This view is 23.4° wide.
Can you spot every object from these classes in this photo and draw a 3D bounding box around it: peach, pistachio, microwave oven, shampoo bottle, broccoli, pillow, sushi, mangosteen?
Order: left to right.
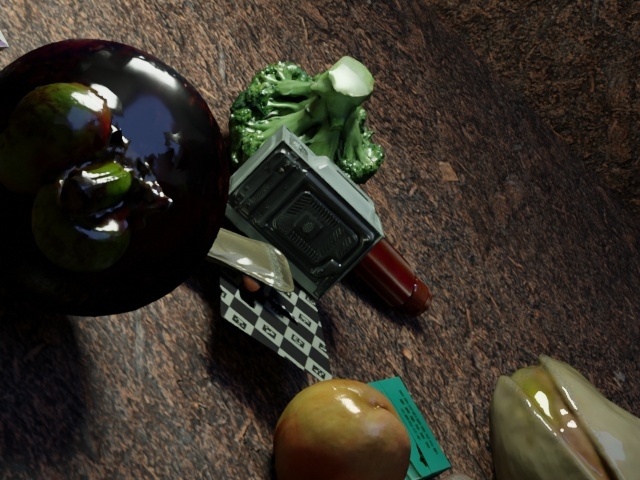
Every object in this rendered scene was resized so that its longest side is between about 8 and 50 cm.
[{"bbox_3d":[-0.240,-0.074,1.657,0.306,0.306,0.359,53,-22,-3],"label":"mangosteen"},{"bbox_3d":[-0.134,0.007,2.099,0.217,0.033,0.130,24,22,-18],"label":"pillow"},{"bbox_3d":[-0.080,0.101,2.112,0.192,0.043,0.279,35,17,-21],"label":"sushi"},{"bbox_3d":[-0.028,-0.042,2.256,0.208,0.162,0.122,43,11,-12],"label":"microwave oven"},{"bbox_3d":[-0.009,-0.172,2.391,0.270,0.270,0.270,17,52,-23],"label":"broccoli"},{"bbox_3d":[0.026,0.260,1.936,0.184,0.184,0.184,44,24,-25],"label":"peach"},{"bbox_3d":[0.092,0.034,2.522,0.260,0.064,0.102,43,29,-39],"label":"shampoo bottle"},{"bbox_3d":[0.437,0.381,2.456,0.445,0.281,0.365,55,-2,2],"label":"pistachio"}]

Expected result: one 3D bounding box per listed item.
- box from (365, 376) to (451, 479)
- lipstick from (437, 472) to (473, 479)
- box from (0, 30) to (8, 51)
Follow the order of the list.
[{"bbox_3d":[0.096,0.281,2.225,0.161,0.042,0.226,59,21,14],"label":"box"},{"bbox_3d":[0.151,0.379,2.153,0.070,0.070,0.254,59,22,12],"label":"lipstick"},{"bbox_3d":[-0.436,-0.239,1.890,0.036,0.050,0.117,63,21,1],"label":"box"}]
